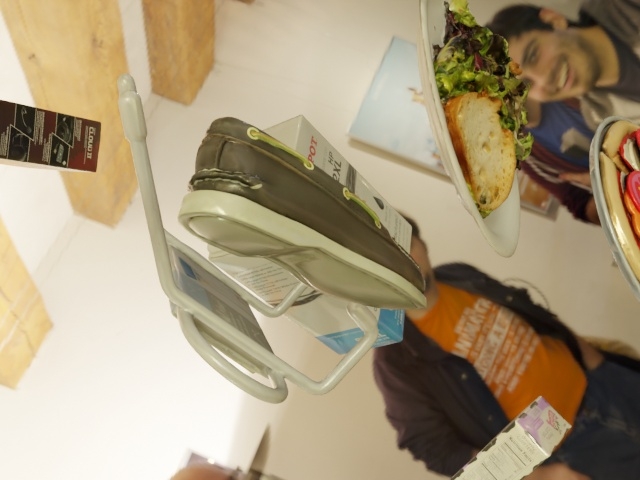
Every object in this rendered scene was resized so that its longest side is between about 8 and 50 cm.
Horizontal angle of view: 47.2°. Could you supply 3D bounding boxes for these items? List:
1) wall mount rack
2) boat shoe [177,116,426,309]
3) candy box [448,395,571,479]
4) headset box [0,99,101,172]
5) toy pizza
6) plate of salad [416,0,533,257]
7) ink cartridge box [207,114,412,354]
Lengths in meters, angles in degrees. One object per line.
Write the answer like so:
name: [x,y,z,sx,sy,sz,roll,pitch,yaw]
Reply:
wall mount rack: [-0.104,-0.004,0.696,0.130,0.304,0.350,-49,22,1]
boat shoe: [0.005,-0.007,0.498,0.228,0.081,0.068,29,-116,-46]
candy box: [0.283,0.345,1.140,0.196,0.070,0.165,-50,-21,21]
headset box: [-0.171,-0.058,0.412,0.083,0.062,0.032,6,-89,-61]
toy pizza: [0.283,-0.013,0.587,0.032,0.201,0.201,-27,27,42]
plate of salad: [0.111,-0.088,0.480,0.200,0.048,0.199,39,-136,-51]
ink cartridge box: [0.000,0.000,1.096,0.307,0.129,0.223,41,-134,-38]
